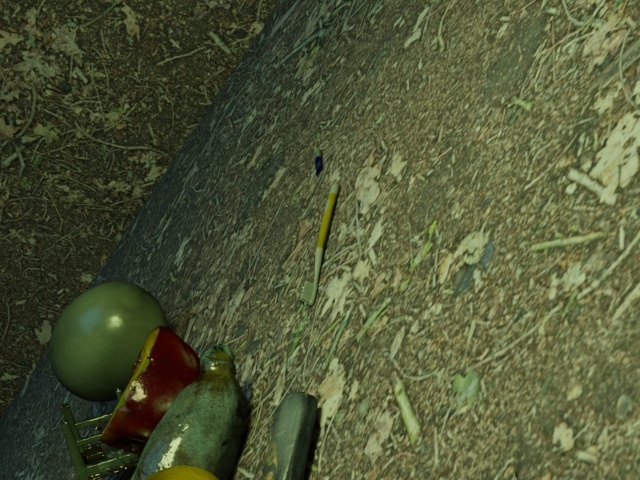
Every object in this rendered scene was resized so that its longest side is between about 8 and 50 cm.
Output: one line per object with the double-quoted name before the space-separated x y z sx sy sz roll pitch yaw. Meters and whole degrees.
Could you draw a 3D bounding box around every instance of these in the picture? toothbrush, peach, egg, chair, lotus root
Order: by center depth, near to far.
"lotus root" -0.195 0.324 1.706 0.158 0.139 0.322 101 -166 -62
"toothbrush" 0.000 0.000 1.839 0.021 0.024 0.288 -45 23 44
"peach" -0.293 0.281 1.996 0.159 0.154 0.267 -45 16 42
"chair" -0.450 0.468 2.210 0.136 0.147 0.271 -153 49 -74
"egg" -0.495 0.237 2.438 0.352 0.258 0.259 -37 29 46

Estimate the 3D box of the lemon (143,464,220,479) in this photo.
"lemon" -0.195 0.419 1.465 0.188 0.188 0.257 -55 21 17

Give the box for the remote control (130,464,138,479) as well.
"remote control" -0.361 0.464 2.114 0.053 0.017 0.125 -13 50 65

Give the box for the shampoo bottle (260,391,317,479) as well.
"shampoo bottle" -0.052 0.323 1.446 0.087 0.049 0.234 -44 24 46

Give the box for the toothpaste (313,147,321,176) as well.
"toothpaste" -0.004 -0.161 2.117 0.024 0.015 0.083 -59 21 32
